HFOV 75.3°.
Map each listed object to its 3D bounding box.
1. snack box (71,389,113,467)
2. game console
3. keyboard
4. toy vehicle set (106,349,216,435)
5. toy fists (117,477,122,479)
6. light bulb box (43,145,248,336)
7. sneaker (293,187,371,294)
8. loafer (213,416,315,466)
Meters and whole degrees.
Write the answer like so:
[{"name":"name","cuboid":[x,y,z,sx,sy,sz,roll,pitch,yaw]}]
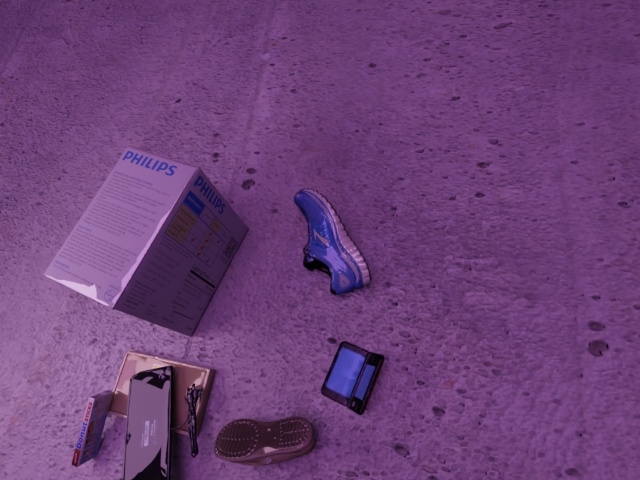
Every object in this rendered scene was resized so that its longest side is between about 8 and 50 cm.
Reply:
[{"name":"snack box","cuboid":[-0.583,0.479,1.060,0.022,0.064,0.178,15,91,15]},{"name":"game console","cuboid":[0.075,0.324,0.995,0.085,0.124,0.144,26,75,-6]},{"name":"keyboard","cuboid":[-0.381,0.465,1.013,0.202,0.033,0.317,-13,61,5]},{"name":"toy vehicle set","cuboid":[-0.424,0.400,1.101,0.267,0.035,0.166,7,70,16]},{"name":"toy fists","cuboid":[-0.454,0.699,0.954,0.142,0.096,0.279,-31,63,-15]},{"name":"light bulb box","cuboid":[-0.413,0.018,1.081,0.225,0.358,0.361,20,72,18]},{"name":"sneaker","cuboid":[0.000,0.000,1.121,0.147,0.130,0.330,-29,65,-3]},{"name":"loafer","cuboid":[-0.128,0.479,0.971,0.269,0.092,0.102,-13,37,23]}]
